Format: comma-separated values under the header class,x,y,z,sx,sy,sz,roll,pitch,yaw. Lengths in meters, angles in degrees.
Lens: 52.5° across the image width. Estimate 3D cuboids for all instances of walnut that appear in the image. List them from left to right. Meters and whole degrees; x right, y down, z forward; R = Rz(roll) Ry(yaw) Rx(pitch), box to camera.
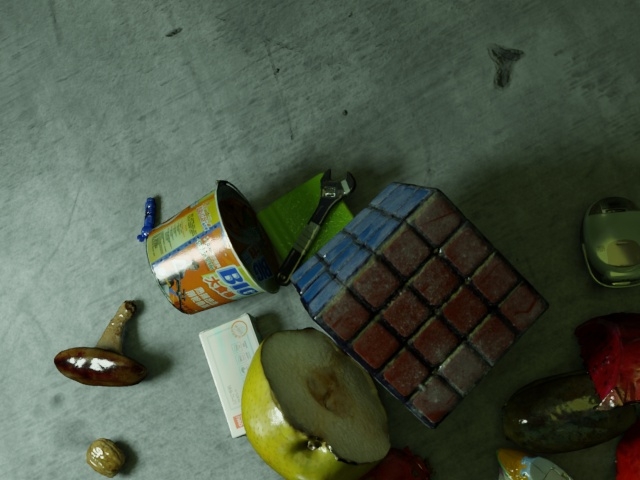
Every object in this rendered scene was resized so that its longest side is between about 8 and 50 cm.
class,x,y,z,sx,sy,sz,roll,pitch,yaw
walnut,-0.511,0.515,1.544,0.096,0.082,0.078,33,112,13

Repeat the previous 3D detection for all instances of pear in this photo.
class,x,y,z,sx,sy,sz,roll,pitch,yaw
pear,-0.034,0.368,1.366,0.340,0.386,0.191,40,108,-2

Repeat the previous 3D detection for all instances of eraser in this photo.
class,x,y,z,sx,sy,sz,roll,pitch,yaw
eraser,0.000,0.000,1.577,0.210,0.092,0.274,-31,73,1

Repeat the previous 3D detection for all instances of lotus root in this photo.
class,x,y,z,sx,sy,sz,roll,pitch,yaw
lotus root,0.514,0.363,1.361,0.275,0.152,0.160,-22,94,23

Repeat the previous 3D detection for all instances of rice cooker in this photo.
class,x,y,z,sx,sy,sz,roll,pitch,yaw
rice cooker,0.657,0.006,1.454,0.145,0.127,0.206,-5,80,9

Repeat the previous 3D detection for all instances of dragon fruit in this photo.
class,x,y,z,sx,sy,sz,roll,pitch,yaw
dragon fruit,0.149,0.534,1.389,0.210,0.172,0.172,-28,74,3
dragon fruit,0.659,0.206,1.292,0.283,0.343,0.100,-6,106,13

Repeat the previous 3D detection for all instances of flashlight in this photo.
class,x,y,z,sx,sy,sz,roll,pitch,yaw
flashlight,-0.445,-0.051,1.688,0.057,0.035,0.121,4,72,-15

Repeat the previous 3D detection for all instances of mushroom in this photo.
class,x,y,z,sx,sy,sz,roll,pitch,yaw
mushroom,-0.519,0.245,1.598,0.227,0.148,0.217,6,60,1

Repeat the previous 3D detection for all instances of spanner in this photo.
class,x,y,z,sx,sy,sz,roll,pitch,yaw
spanner,-0.021,-0.033,1.534,0.087,0.024,0.315,29,83,18

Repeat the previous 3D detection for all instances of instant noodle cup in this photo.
class,x,y,z,sx,sy,sz,roll,pitch,yaw
instant noodle cup,-0.255,0.035,1.522,0.214,0.296,0.296,-26,74,11

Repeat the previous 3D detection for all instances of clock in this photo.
class,x,y,z,sx,sy,sz,roll,pitch,yaw
clock,0.461,0.522,1.358,0.231,0.144,0.103,44,62,15

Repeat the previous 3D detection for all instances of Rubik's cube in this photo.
class,x,y,z,sx,sy,sz,roll,pitch,yaw
Rubik's cube,0.184,0.110,1.341,0.344,0.337,0.343,-44,102,-1

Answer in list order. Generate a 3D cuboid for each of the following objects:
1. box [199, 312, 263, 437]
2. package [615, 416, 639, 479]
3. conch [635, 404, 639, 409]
class,x,y,z,sx,sy,sz,roll,pitch,yaw
box,-0.179,0.316,1.535,0.135,0.079,0.269,-23,75,2
package,0.808,0.429,1.291,0.424,0.196,0.123,-8,97,9
conch,0.746,0.297,1.345,0.221,0.185,0.120,4,106,32
